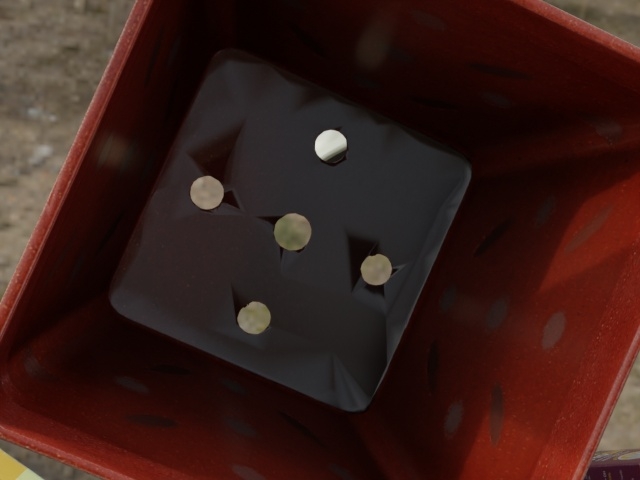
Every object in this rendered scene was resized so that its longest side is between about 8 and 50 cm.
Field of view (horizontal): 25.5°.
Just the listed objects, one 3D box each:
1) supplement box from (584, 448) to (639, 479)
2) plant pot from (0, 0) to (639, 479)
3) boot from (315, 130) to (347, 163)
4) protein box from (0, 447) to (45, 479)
[{"bbox_3d":[0.187,0.150,0.851,0.055,0.043,0.083,-10,-4,-39],"label":"supplement box"},{"bbox_3d":[0.000,0.000,0.724,0.267,0.267,0.236,24,-1,-10],"label":"plant pot"},{"bbox_3d":[0.043,-0.137,1.105,0.244,0.088,0.176,-30,60,-12],"label":"boot"},{"bbox_3d":[-0.224,0.232,0.959,0.201,0.200,0.136,24,65,38],"label":"protein box"}]
